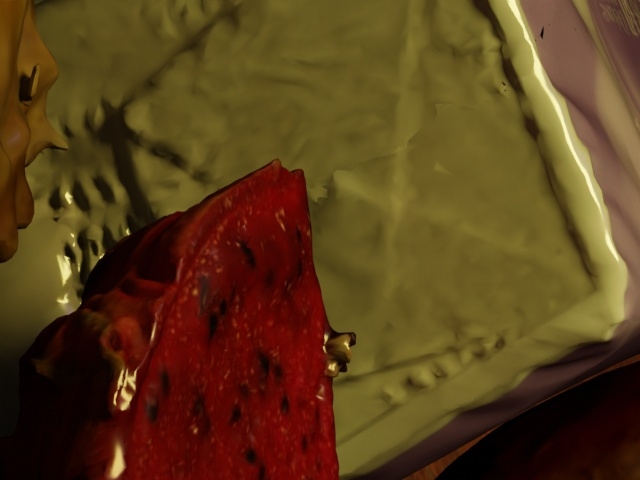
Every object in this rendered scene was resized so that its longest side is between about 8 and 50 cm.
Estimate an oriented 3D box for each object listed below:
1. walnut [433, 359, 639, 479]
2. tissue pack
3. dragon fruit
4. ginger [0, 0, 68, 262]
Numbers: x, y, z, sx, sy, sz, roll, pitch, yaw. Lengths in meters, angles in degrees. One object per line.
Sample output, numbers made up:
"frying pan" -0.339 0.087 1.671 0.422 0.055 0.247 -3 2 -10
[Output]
"walnut" 0.152 0.160 0.755 0.221 0.269 0.244 62 22 13
"tissue pack" 0.000 0.000 0.607 0.160 0.242 0.338 67 19 4
"dragon fruit" -0.046 0.065 0.395 0.106 0.083 0.162 -6 95 -66
"ginger" -0.141 0.037 0.293 0.254 0.176 0.418 64 19 -19
